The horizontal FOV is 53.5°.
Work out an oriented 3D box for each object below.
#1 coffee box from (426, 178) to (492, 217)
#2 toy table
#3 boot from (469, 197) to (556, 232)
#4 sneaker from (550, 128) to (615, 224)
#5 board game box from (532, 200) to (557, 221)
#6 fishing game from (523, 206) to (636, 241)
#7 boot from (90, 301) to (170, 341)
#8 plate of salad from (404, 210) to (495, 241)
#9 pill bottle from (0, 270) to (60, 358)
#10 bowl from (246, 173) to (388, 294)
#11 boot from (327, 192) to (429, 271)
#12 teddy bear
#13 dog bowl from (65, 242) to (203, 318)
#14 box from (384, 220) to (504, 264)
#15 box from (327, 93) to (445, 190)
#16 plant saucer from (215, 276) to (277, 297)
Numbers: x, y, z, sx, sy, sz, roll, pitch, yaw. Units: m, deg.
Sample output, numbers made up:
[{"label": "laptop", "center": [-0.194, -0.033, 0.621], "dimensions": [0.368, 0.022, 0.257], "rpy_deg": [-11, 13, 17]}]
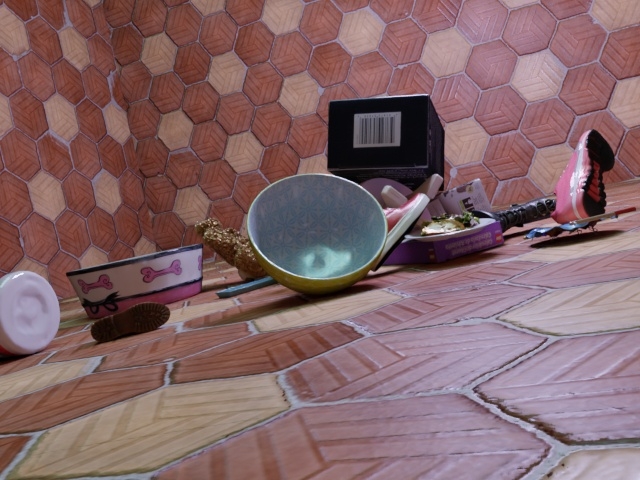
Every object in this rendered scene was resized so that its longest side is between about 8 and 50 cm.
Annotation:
[{"label": "coffee box", "center": [0.399, -0.095, 2.078], "dimensions": [0.297, 0.119, 0.168], "rpy_deg": [-22, 0, 14]}, {"label": "toy table", "center": [0.240, -0.074, 1.811], "dimensions": [0.274, 0.252, 0.161], "rpy_deg": [21, -7, -22]}, {"label": "boot", "center": [0.494, -0.065, 1.623], "dimensions": [0.228, 0.091, 0.263], "rpy_deg": [-17, 1, -2]}, {"label": "sneaker", "center": [0.678, -0.171, 1.684], "dimensions": [0.136, 0.116, 0.314], "rpy_deg": [-26, 32, 52]}, {"label": "board game box", "center": [0.649, -0.082, 2.025], "dimensions": [0.243, 0.042, 0.165], "rpy_deg": [-13, 3, -22]}, {"label": "fishing game", "center": [0.523, -0.021, 1.324], "dimensions": [0.189, 0.041, 0.264], "rpy_deg": [-12, -6, -7]}, {"label": "boot", "center": [-0.388, 0.164, 1.311], "dimensions": [0.157, 0.059, 0.084], "rpy_deg": [-14, -2, -11]}, {"label": "plate of salad", "center": [0.281, -0.036, 1.396], "dimensions": [0.199, 0.048, 0.200], "rpy_deg": [-12, 5, 1]}, {"label": "pill bottle", "center": [-0.742, 0.175, 1.364], "dimensions": [0.318, 0.177, 0.176], "rpy_deg": [-11, 3, 19]}, {"label": "bowl", "center": [-0.011, 0.013, 1.332], "dimensions": [0.289, 0.290, 0.156], "rpy_deg": [-13, -38, -16]}, {"label": "boot", "center": [0.129, -0.063, 1.475], "dimensions": [0.244, 0.176, 0.088], "rpy_deg": [-44, -18, -28]}, {"label": "teddy bear", "center": [-0.272, 0.038, 1.996], "dimensions": [0.337, 0.113, 0.245], "rpy_deg": [32, -14, 26]}, {"label": "dog bowl", "center": [-0.540, 0.122, 1.916], "dimensions": [0.407, 0.151, 0.408], "rpy_deg": [-13, 2, 0]}, {"label": "box", "center": [0.272, 0.011, 1.559], "dimensions": [0.200, 0.057, 0.293], "rpy_deg": [-15, 4, -26]}, {"label": "box", "center": [0.213, -0.281, 1.943], "dimensions": [0.293, 0.212, 0.395], "rpy_deg": [0, -5, 18]}, {"label": "plant saucer", "center": [-0.185, 0.123, 1.695], "dimensions": [0.067, 0.018, 0.192], "rpy_deg": [-9, 4, 45]}]
